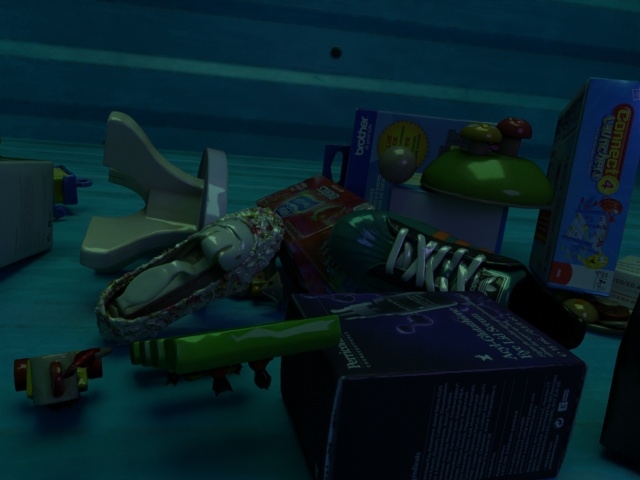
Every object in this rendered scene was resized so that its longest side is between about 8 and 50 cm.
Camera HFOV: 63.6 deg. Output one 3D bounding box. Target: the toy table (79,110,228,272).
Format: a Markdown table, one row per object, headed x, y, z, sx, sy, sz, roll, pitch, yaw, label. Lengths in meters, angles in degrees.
| x | y | z | sx | sy | sz | roll | pitch | yaw | label |
| --- | --- | --- | --- | --- | --- | --- | --- | --- | --- |
| -0.224 | -0.043 | 0.721 | 0.160 | 0.252 | 0.274 | 10 | 25 | -18 | toy table |

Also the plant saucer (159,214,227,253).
| x | y | z | sx | sy | sz | roll | pitch | yaw | label |
| --- | --- | --- | --- | --- | --- | --- | --- | --- | --- |
| -0.200 | -0.006 | 0.931 | 0.188 | 0.045 | 0.188 | 7 | 15 | 3 | plant saucer |

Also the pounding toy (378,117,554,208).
| x | y | z | sx | sy | sz | roll | pitch | yaw | label |
| --- | --- | --- | --- | --- | --- | --- | --- | --- | --- |
| 0.215 | -0.124 | 0.732 | 0.236 | 0.110 | 0.183 | 13 | 17 | 17 | pounding toy |

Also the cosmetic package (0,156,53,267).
| x | y | z | sx | sy | sz | roll | pitch | yaw | label |
| --- | --- | --- | --- | --- | --- | --- | --- | --- | --- |
| -0.509 | -0.034 | 0.656 | 0.196 | 0.155 | 0.365 | 4 | 7 | -8 | cosmetic package |

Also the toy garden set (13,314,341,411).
| x | y | z | sx | sy | sz | roll | pitch | yaw | label |
| --- | --- | --- | --- | --- | --- | --- | --- | --- | --- |
| -0.127 | 0.101 | 0.401 | 0.203 | 0.049 | 0.244 | -4 | -9 | -27 | toy garden set |

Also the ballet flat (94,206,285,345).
| x | y | z | sx | sy | sz | roll | pitch | yaw | label |
| --- | --- | --- | --- | --- | --- | --- | --- | --- | --- |
| -0.138 | 0.033 | 0.574 | 0.241 | 0.077 | 0.091 | -37 | 76 | -17 | ballet flat |

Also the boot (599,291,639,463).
| x | y | z | sx | sy | sz | roll | pitch | yaw | label |
| --- | --- | --- | --- | --- | --- | --- | --- | --- | --- |
| 0.463 | 0.068 | 0.324 | 0.146 | 0.367 | 0.445 | 23 | -1 | -43 | boot |

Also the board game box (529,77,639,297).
| x | y | z | sx | sy | sz | roll | pitch | yaw | label |
| --- | --- | --- | --- | --- | --- | --- | --- | --- | --- |
| 0.434 | -0.082 | 0.863 | 0.086 | 0.302 | 0.308 | 10 | 7 | 17 | board game box |

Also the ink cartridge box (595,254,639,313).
| x | y | z | sx | sy | sz | roll | pitch | yaw | label |
| --- | --- | --- | --- | --- | --- | --- | --- | --- | --- |
| 0.531 | 0.077 | 0.850 | 0.181 | 0.062 | 0.104 | -10 | 21 | -44 | ink cartridge box |

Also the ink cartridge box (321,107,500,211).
| x | y | z | sx | sy | sz | roll | pitch | yaw | label |
| --- | --- | --- | --- | --- | --- | --- | --- | --- | --- |
| 0.202 | -0.133 | 1.113 | 0.395 | 0.270 | 0.151 | 12 | 11 | 22 | ink cartridge box |

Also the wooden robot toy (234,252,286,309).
| x | y | z | sx | sy | sz | roll | pitch | yaw | label |
| --- | --- | --- | --- | --- | --- | --- | --- | --- | --- |
| -0.097 | 0.047 | 0.734 | 0.079 | 0.076 | 0.173 | -8 | 17 | -9 | wooden robot toy |

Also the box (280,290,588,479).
| x | y | z | sx | sy | sz | roll | pitch | yaw | label |
| --- | --- | --- | --- | --- | --- | --- | --- | --- | --- |
| 0.082 | 0.120 | 0.442 | 0.207 | 0.108 | 0.153 | 1 | 16 | -18 | box |

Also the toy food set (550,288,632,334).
| x | y | z | sx | sy | sz | roll | pitch | yaw | label |
| --- | --- | --- | --- | --- | --- | --- | --- | --- | --- |
| 0.407 | 0.101 | 0.761 | 0.192 | 0.039 | 0.132 | 19 | 20 | 41 | toy food set |

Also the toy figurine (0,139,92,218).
| x | y | z | sx | sy | sz | roll | pitch | yaw | label |
| --- | --- | --- | --- | --- | --- | --- | --- | --- | --- |
| -0.561 | -0.135 | 1.033 | 0.217 | 0.191 | 0.362 | -1 | 17 | -41 | toy figurine |

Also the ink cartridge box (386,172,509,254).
| x | y | z | sx | sy | sz | roll | pitch | yaw | label |
| --- | --- | --- | --- | --- | --- | --- | --- | --- | --- |
| 0.195 | -0.009 | 0.837 | 0.168 | 0.171 | 0.232 | 10 | 16 | 12 | ink cartridge box |

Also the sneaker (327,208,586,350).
| x | y | z | sx | sy | sz | roll | pitch | yaw | label |
| --- | --- | --- | --- | --- | --- | --- | --- | --- | --- |
| 0.156 | 0.042 | 0.584 | 0.302 | 0.108 | 0.121 | 24 | -8 | -6 | sneaker |

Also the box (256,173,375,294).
| x | y | z | sx | sy | sz | roll | pitch | yaw | label |
| --- | --- | --- | --- | --- | --- | --- | --- | --- | --- |
| 0.000 | 0.000 | 0.758 | 0.122 | 0.128 | 0.257 | -24 | 22 | -8 | box |
